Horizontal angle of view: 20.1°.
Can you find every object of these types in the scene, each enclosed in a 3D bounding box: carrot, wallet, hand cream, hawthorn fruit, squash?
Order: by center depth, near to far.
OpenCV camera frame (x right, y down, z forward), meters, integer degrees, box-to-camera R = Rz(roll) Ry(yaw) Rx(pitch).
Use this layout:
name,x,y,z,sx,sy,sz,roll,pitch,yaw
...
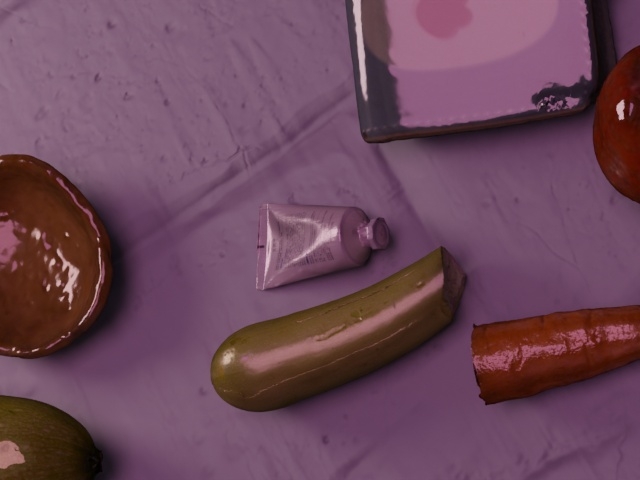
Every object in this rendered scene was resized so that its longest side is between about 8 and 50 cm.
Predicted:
name,x,y,z,sx,sy,sz,roll,pitch,yaw
hawthorn fruit,0.282,-0.107,1.507,0.149,0.189,0.149,-30,40,30
carrot,0.234,0.090,1.542,0.205,0.072,0.072,-11,73,14
squash,0.015,0.086,1.622,0.250,0.083,0.083,-24,69,14
wallet,0.137,-0.277,1.628,0.252,0.083,0.360,-6,90,18
hand cream,0.000,0.000,1.672,0.142,0.053,0.084,-7,73,37
squash,-0.324,0.206,1.707,0.247,0.132,0.132,-2,77,23

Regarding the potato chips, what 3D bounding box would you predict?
name,x,y,z,sx,sy,sz,roll,pitch,yaw
potato chips,-0.282,0.019,1.773,0.208,0.062,0.195,16,89,24
